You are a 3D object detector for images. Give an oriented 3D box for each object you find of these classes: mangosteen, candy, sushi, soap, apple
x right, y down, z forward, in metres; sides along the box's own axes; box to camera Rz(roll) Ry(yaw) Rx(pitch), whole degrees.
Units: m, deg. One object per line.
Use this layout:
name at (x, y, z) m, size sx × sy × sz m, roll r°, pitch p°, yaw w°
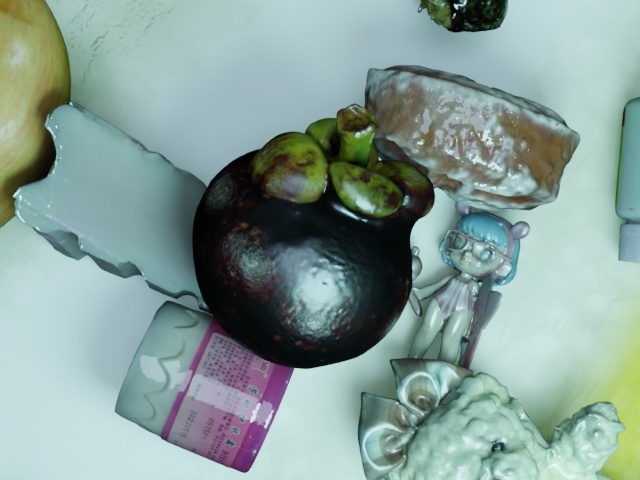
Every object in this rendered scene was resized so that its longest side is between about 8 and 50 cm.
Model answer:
mangosteen at (-0.003, 0.004, 1.236) m, size 0.313 × 0.297 × 0.297 m, roll -33°, pitch 90°, yaw -2°
candy at (0.185, -0.131, 1.295) m, size 0.289 × 0.214 × 0.157 m, roll 18°, pitch 88°, yaw 4°
sushi at (0.176, -0.374, 1.345) m, size 0.115 × 0.147 × 0.213 m, roll -15°, pitch 73°, yaw 5°
soap at (-0.221, -0.027, 1.254) m, size 0.257 × 0.302 × 0.159 m, roll 24°, pitch 82°, yaw -1°
apple at (-0.496, -0.183, 1.204) m, size 0.391 × 0.391 × 0.347 m, roll 21°, pitch 70°, yaw -1°

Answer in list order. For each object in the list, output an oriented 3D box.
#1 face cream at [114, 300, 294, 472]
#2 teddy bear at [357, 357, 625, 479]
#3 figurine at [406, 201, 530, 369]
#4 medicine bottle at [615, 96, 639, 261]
face cream at (-0.150, 0.191, 1.308) m, size 0.194 × 0.175 × 0.175 m, roll 23°, pitch 89°, yaw -2°
teddy bear at (0.263, 0.331, 1.216) m, size 0.362 × 0.375 × 0.327 m, roll 40°, pitch 88°, yaw -31°
figurine at (0.174, 0.070, 1.364) m, size 0.205 × 0.103 × 0.260 m, roll 24°, pitch 91°, yaw 35°
medicine bottle at (0.473, -0.079, 1.338) m, size 0.139 × 0.139 × 0.226 m, roll 5°, pitch 89°, yaw -1°
